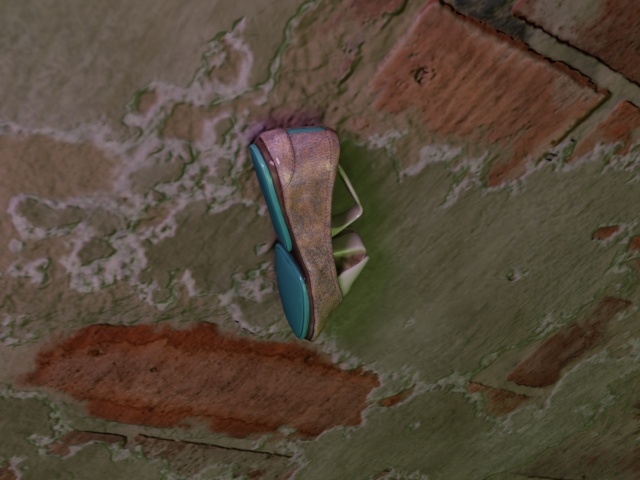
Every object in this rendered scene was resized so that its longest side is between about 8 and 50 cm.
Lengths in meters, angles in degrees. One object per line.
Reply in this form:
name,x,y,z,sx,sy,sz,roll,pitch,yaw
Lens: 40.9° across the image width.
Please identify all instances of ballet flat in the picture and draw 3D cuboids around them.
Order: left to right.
ballet flat,0.000,0.000,0.967,0.106,0.107,0.316,-21,140,-12
